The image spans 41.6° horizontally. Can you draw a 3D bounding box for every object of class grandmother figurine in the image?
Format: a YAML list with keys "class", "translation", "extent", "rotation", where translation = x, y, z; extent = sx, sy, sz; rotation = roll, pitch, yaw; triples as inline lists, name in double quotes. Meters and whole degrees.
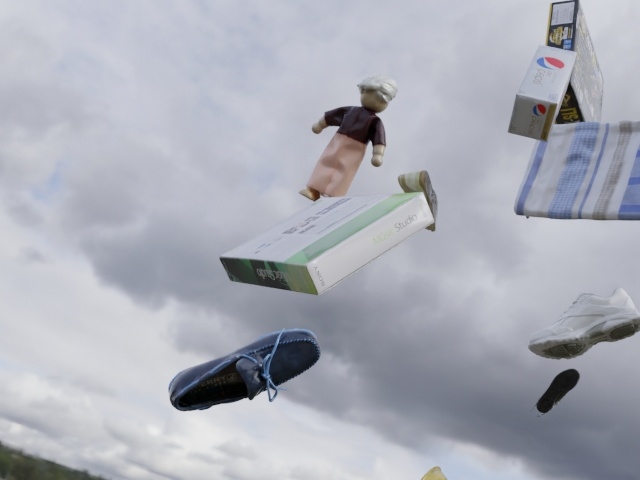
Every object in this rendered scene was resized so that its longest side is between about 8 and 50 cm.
- class: "grandmother figurine"
  translation: [0.071, -0.238, 1.977]
  extent: [0.208, 0.342, 0.104]
  rotation: [30, 2, 17]

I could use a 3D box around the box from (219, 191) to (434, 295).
- class: "box"
  translation: [0.000, 0.000, 1.359]
  extent: [0.322, 0.232, 0.058]
  rotation: [0, -62, 62]

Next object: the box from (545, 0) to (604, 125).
- class: "box"
  translation: [0.623, -0.382, 2.065]
  extent: [0.079, 0.257, 0.322]
  rotation: [-4, -30, 28]

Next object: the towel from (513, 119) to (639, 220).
- class: "towel"
  translation: [0.502, -0.134, 1.561]
  extent: [0.034, 0.209, 0.285]
  rotation: [34, -18, -37]

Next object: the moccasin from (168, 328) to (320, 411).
- class: "moccasin"
  translation: [-0.155, 0.300, 1.809]
  extent: [0.117, 0.342, 0.137]
  rotation: [-120, -174, -75]

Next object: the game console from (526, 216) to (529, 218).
- class: "game console"
  translation: [0.525, -0.126, 1.985]
  extent: [0.071, 0.122, 0.107]
  rotation: [45, -37, -14]

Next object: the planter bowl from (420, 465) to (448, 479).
- class: "planter bowl"
  translation: [0.264, 0.645, 1.963]
  extent: [0.090, 0.217, 0.217]
  rotation: [24, -17, 28]

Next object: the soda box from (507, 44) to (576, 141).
- class: "soda box"
  translation: [0.374, -0.251, 1.413]
  extent: [0.069, 0.216, 0.074]
  rotation: [17, -51, 15]

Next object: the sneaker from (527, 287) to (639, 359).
- class: "sneaker"
  translation: [0.529, 0.165, 1.718]
  extent: [0.232, 0.115, 0.090]
  rotation: [-18, -38, 9]

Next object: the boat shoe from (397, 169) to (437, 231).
- class: "boat shoe"
  translation: [0.172, -0.067, 1.460]
  extent: [0.048, 0.056, 0.153]
  rotation: [-1, -30, 18]

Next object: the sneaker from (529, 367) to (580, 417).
- class: "sneaker"
  translation: [0.594, 0.386, 2.138]
  extent: [0.051, 0.170, 0.089]
  rotation: [43, 12, 18]
